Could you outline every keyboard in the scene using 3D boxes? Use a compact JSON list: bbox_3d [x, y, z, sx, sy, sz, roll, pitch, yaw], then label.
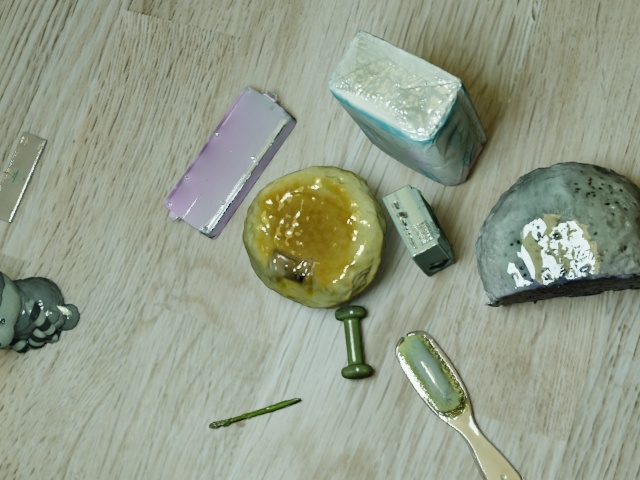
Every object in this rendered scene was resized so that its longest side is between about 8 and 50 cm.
[{"bbox_3d":[-0.556,-0.116,2.163,0.055,0.017,0.166,20,84,15],"label":"keyboard"}]

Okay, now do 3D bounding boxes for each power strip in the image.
[{"bbox_3d":[-0.156,-0.135,2.035,0.109,0.037,0.279,34,88,21],"label":"power strip"}]

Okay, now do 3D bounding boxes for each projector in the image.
[{"bbox_3d":[0.159,-0.016,1.853,0.061,0.147,0.115,-27,71,9],"label":"projector"}]

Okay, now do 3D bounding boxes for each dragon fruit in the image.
[{"bbox_3d":[0.363,-0.020,1.760,0.283,0.221,0.204,-10,80,17],"label":"dragon fruit"}]

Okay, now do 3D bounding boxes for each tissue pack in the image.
[{"bbox_3d":[0.140,-0.199,1.837,0.201,0.271,0.124,35,89,21],"label":"tissue pack"}]

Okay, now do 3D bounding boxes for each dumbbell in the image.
[{"bbox_3d":[0.053,0.164,1.897,0.052,0.046,0.118,-12,74,20],"label":"dumbbell"}]

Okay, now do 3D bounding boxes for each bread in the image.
[{"bbox_3d":[0.000,0.000,1.908,0.244,0.134,0.244,-4,78,19],"label":"bread"}]

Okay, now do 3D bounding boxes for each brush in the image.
[{"bbox_3d":[0.212,0.271,1.816,0.072,0.067,0.313,-35,72,5],"label":"brush"}]

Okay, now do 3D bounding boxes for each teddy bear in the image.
[{"bbox_3d":[-0.556,0.127,2.001,0.171,0.251,0.144,-23,70,26],"label":"teddy bear"}]

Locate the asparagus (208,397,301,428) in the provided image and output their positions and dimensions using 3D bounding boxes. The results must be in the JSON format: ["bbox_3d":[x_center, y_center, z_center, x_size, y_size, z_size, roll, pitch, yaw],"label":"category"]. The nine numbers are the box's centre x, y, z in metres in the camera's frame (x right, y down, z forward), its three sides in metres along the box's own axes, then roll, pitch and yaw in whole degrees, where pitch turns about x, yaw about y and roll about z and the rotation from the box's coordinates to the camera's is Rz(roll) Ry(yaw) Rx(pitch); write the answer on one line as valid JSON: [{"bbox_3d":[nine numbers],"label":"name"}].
[{"bbox_3d":[-0.108,0.283,1.934,0.166,0.013,0.016,-19,114,12],"label":"asparagus"}]
